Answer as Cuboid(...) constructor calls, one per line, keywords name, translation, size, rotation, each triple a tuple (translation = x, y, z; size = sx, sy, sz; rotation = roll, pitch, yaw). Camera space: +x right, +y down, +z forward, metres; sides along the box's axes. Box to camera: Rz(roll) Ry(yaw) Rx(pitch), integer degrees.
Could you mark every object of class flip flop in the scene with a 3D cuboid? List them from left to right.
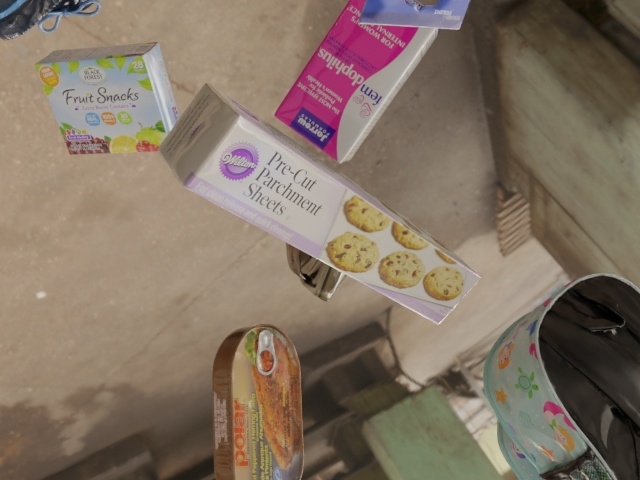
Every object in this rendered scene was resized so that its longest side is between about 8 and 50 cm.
Cuboid(name="flip flop", translation=(0.000, 0.000, 0.841), size=(0.112, 0.080, 0.277), rotation=(-54, -172, -6))

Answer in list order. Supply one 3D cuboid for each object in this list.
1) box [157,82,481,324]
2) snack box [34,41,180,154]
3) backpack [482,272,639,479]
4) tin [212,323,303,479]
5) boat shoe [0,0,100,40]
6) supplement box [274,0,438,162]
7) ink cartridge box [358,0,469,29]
Cuboid(name="box", translation=(0.017, -0.015, 0.609), size=(0.324, 0.063, 0.067), rotation=(31, 102, -43))
Cuboid(name="snack box", translation=(-0.356, -0.239, 1.260), size=(0.207, 0.070, 0.174), rotation=(0, 124, 16))
Cuboid(name="backpack", translation=(0.290, 0.170, 0.742), size=(0.225, 0.253, 0.191), rotation=(-31, 170, -36))
Cuboid(name="tin", translation=(-0.065, 0.182, 0.759), size=(0.040, 0.190, 0.106), rotation=(-9, 168, 33))
Cuboid(name="boat shoe", translation=(-0.289, -0.307, 0.861), size=(0.258, 0.109, 0.089), rotation=(-64, 147, -35))
Cuboid(name="supplement box", translation=(0.051, -0.222, 0.969), size=(0.220, 0.111, 0.114), rotation=(-55, 178, 13))
Cuboid(name="ink cartridge box", translation=(0.150, -0.328, 0.614), size=(0.165, 0.065, 0.333), rotation=(-15, 133, -44))
